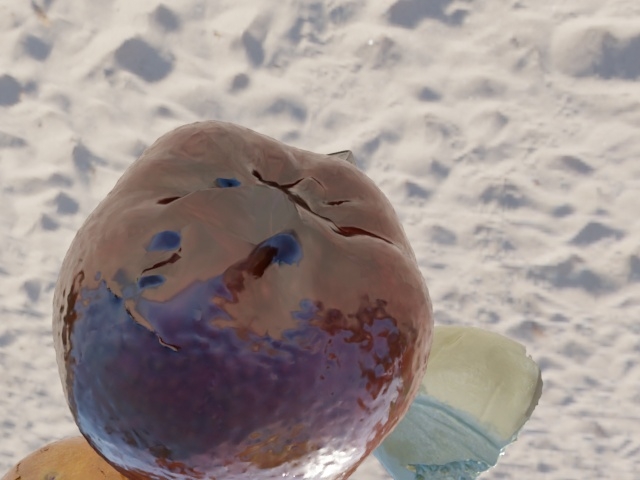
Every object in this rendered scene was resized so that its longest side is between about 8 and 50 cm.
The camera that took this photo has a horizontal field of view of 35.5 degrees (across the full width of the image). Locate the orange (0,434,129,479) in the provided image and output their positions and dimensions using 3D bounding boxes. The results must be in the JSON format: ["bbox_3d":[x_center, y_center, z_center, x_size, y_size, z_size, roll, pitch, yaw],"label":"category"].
[{"bbox_3d":[-0.321,0.394,1.334,0.283,0.284,0.226,-3,128,22],"label":"orange"}]

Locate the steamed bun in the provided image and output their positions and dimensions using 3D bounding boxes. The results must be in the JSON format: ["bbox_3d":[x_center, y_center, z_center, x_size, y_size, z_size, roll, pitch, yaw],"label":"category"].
[{"bbox_3d":[0.227,0.264,1.649,0.273,0.290,0.272,42,120,-5],"label":"steamed bun"}]

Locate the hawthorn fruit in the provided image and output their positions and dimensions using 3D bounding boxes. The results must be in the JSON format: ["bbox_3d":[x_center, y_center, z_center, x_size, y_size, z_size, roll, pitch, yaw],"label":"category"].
[{"bbox_3d":[-0.054,0.062,0.752,0.295,0.295,0.311,6,157,6],"label":"hawthorn fruit"}]

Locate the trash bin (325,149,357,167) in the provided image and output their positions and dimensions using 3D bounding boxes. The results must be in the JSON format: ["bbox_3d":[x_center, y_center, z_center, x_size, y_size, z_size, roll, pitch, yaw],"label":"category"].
[{"bbox_3d":[0.000,0.000,1.434,0.165,0.115,0.226,-11,108,20],"label":"trash bin"}]
